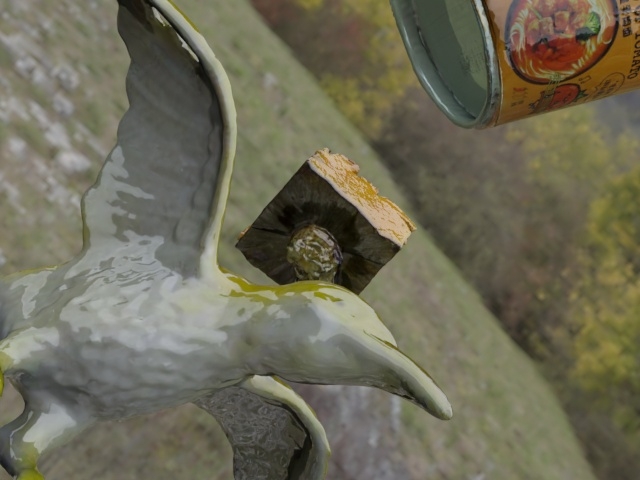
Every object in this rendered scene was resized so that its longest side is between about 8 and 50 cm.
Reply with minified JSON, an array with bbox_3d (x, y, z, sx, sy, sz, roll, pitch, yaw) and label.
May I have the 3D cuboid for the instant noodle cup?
[{"bbox_3d":[0.156,-0.184,1.050,0.216,0.172,0.215,158,-90,-77],"label":"instant noodle cup"}]

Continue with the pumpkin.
[{"bbox_3d":[0.000,0.000,0.810,0.074,0.083,0.054,39,36,-3],"label":"pumpkin"}]

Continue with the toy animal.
[{"bbox_3d":[-0.041,0.034,0.357,0.155,0.095,0.219,28,-43,55],"label":"toy animal"}]
